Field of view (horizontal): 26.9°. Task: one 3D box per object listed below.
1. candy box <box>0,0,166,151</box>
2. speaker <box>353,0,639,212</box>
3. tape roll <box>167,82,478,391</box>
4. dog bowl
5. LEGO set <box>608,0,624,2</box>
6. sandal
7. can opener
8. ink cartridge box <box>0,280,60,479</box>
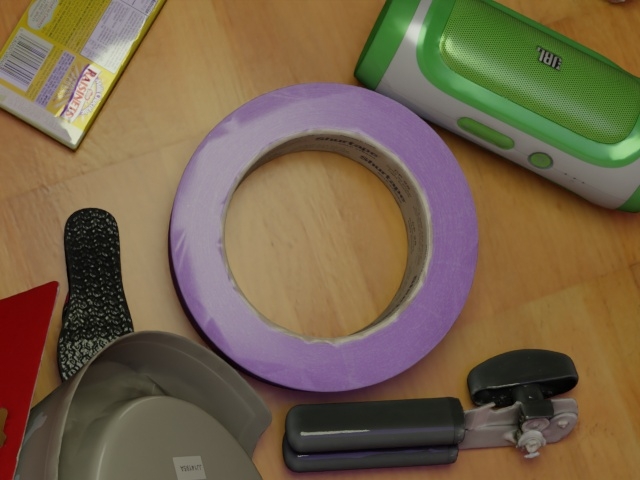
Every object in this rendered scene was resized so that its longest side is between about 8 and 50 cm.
[{"bbox_3d":[-0.219,-0.195,1.236,0.105,0.027,0.206,31,81,-6],"label":"candy box"},{"bbox_3d":[0.186,-0.136,1.239,0.296,0.131,0.131,25,81,-5],"label":"speaker"},{"bbox_3d":[0.000,0.000,1.215,0.275,0.090,0.275,1,84,-7],"label":"tape roll"},{"bbox_3d":[-0.123,0.251,1.062,0.102,0.349,0.349,-24,87,25],"label":"dog bowl"},{"bbox_3d":[0.298,-0.380,1.314,0.132,0.107,0.287,38,72,-38],"label":"LEGO set"},{"bbox_3d":[-0.204,0.059,1.209,0.067,0.040,0.179,1,69,-13],"label":"sandal"},{"bbox_3d":[0.103,0.163,1.231,0.280,0.074,0.093,-6,51,-11],"label":"can opener"},{"bbox_3d":[-0.361,0.143,0.995,0.272,0.130,0.309,-18,45,23],"label":"ink cartridge box"}]
